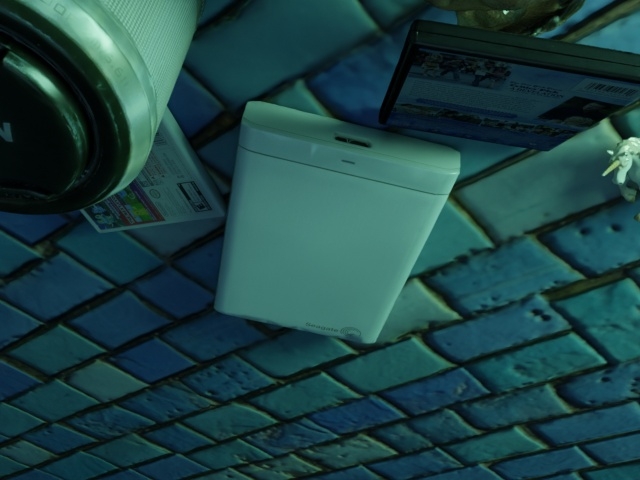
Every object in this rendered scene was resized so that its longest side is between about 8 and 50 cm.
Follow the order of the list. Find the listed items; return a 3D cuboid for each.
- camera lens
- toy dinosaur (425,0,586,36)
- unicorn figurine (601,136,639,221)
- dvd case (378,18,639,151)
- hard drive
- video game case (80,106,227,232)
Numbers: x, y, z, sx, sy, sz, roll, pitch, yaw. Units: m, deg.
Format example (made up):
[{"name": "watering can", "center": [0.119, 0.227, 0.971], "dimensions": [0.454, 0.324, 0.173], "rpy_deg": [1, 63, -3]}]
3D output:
[{"name": "camera lens", "center": [-0.206, -0.173, 0.543], "dimensions": [0.219, 0.274, 0.219], "rpy_deg": [5, 140, 4]}, {"name": "toy dinosaur", "center": [0.143, -0.199, 0.503], "dimensions": [0.200, 0.295, 0.127], "rpy_deg": [19, 95, -17]}, {"name": "unicorn figurine", "center": [0.348, -0.066, 0.750], "dimensions": [0.161, 0.060, 0.111], "rpy_deg": [-14, 138, 2]}, {"name": "dvd case", "center": [0.149, -0.122, 0.629], "dimensions": [0.180, 0.022, 0.253], "rpy_deg": [10, 176, 0]}, {"name": "hard drive", "center": [0.000, 0.000, 0.895], "dimensions": [0.233, 0.047, 0.353], "rpy_deg": [13, 141, -4]}, {"name": "video game case", "center": [-0.230, -0.088, 0.851], "dimensions": [0.183, 0.023, 0.201], "rpy_deg": [-7, 139, 18]}]
